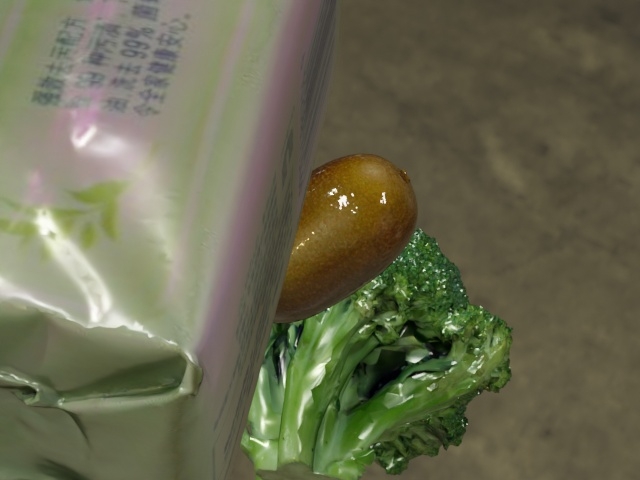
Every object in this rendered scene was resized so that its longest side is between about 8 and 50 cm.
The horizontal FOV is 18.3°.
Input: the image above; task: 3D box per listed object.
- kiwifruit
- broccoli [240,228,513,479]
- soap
[{"bbox_3d":[0.000,0.000,1.111,0.075,0.124,0.075,49,14,-18],"label":"kiwifruit"},{"bbox_3d":[0.022,0.106,1.659,0.265,0.294,0.245,16,62,11],"label":"broccoli"},{"bbox_3d":[-0.098,-0.031,0.604,0.182,0.138,0.199,12,61,5],"label":"soap"}]
